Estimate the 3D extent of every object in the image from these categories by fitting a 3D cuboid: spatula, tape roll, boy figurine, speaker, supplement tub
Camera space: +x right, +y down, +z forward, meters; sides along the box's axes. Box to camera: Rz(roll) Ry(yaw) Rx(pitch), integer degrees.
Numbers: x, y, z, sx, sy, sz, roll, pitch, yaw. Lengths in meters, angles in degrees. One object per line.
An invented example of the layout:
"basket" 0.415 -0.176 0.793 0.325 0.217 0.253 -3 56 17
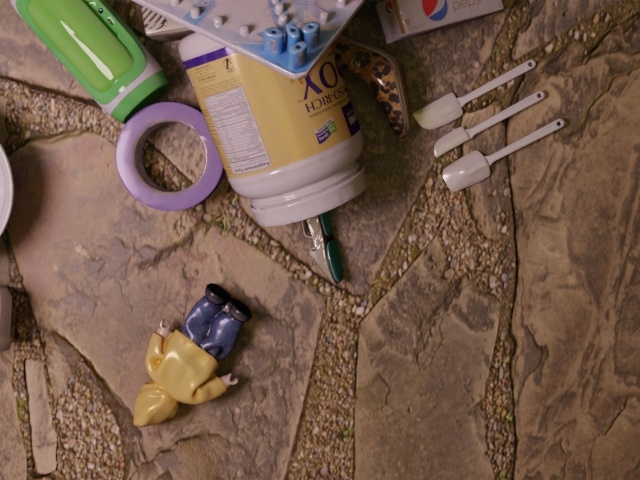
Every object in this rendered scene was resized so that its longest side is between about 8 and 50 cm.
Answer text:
"spatula" 0.310 -0.211 1.554 0.242 0.019 0.168 -27 90 0
"tape roll" -0.261 -0.148 1.513 0.188 0.080 0.189 0 96 -1
"boy figurine" -0.235 0.225 1.546 0.177 0.092 0.285 33 95 -5
"speaker" -0.399 -0.347 1.467 0.131 0.131 0.296 -41 95 3
"supplement tub" -0.069 -0.214 1.420 0.241 0.241 0.331 -21 105 1

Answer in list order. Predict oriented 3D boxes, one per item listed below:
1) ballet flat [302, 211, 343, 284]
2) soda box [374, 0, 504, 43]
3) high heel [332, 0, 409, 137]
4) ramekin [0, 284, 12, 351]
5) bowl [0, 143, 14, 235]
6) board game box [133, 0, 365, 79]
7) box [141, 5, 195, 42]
"ballet flat" 0.000 0.000 1.555 0.052 0.057 0.168 -11 93 28
"soda box" 0.205 -0.400 1.461 0.216 0.069 0.074 -21 97 -25
"high heel" 0.050 -0.289 1.517 0.186 0.093 0.261 -14 103 16
"ramekin" -0.633 0.122 1.473 0.207 0.207 0.109 10 87 -2
"bowl" -0.659 -0.096 1.481 0.297 0.134 0.298 0 96 -1
"board game box" -0.095 -0.467 1.315 0.389 0.050 0.390 28 64 13
"box" -0.267 -0.487 1.464 0.094 0.113 0.275 -9 95 1
